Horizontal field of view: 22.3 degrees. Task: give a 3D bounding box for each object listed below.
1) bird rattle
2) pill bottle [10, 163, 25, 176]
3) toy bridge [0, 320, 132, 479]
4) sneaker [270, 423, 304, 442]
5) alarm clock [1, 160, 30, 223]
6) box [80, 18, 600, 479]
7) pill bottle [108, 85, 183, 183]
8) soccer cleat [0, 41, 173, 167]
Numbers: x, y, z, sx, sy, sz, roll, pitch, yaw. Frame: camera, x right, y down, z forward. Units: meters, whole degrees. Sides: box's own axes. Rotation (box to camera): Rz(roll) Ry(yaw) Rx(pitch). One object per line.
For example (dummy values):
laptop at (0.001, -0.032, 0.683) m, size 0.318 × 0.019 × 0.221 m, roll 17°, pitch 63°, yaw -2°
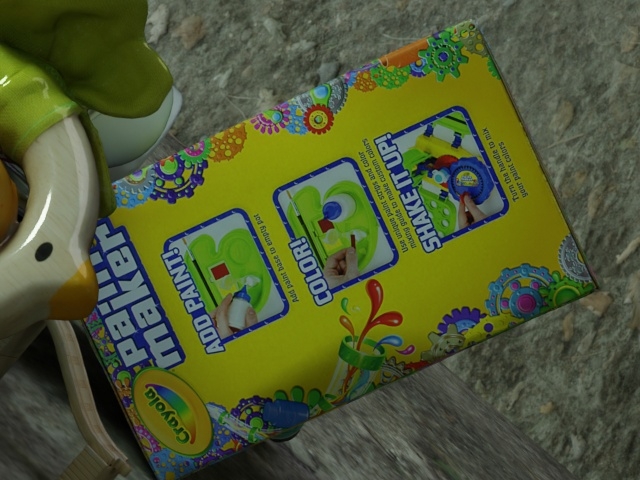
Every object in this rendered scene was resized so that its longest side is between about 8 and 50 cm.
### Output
bird rattle at (-0.195, -0.047, 0.756) m, size 0.253 × 0.143 × 0.207 m, roll 0°, pitch 58°, yaw -25°
pill bottle at (-0.265, -0.118, 1.333) m, size 0.187 × 0.112 × 0.112 m, roll 43°, pitch 4°, yaw 29°
toy bridge at (-0.157, 0.051, 0.806) m, size 0.188 × 0.063 × 0.026 m, roll 42°, pitch 3°, yaw 18°
sneaker at (-0.075, 0.100, 1.263) m, size 0.166 × 0.065 × 0.076 m, roll 46°, pitch -12°, yaw 19°
alarm clock at (-0.233, -0.035, 1.034) m, size 0.192 × 0.064 × 0.129 m, roll 47°, pitch 7°, yaw 39°
box at (0.000, 0.000, 1.058) m, size 0.290 × 0.279 × 0.177 m, roll -88°, pitch 153°, yaw -86°
pill bottle at (-0.278, -0.183, 1.501) m, size 0.301 × 0.169 × 0.169 m, roll 40°, pitch 4°, yaw -20°
soccer cleat at (-0.185, -0.107, 0.961) m, size 0.143 × 0.116 × 0.331 m, roll 23°, pitch -1°, yaw 41°
